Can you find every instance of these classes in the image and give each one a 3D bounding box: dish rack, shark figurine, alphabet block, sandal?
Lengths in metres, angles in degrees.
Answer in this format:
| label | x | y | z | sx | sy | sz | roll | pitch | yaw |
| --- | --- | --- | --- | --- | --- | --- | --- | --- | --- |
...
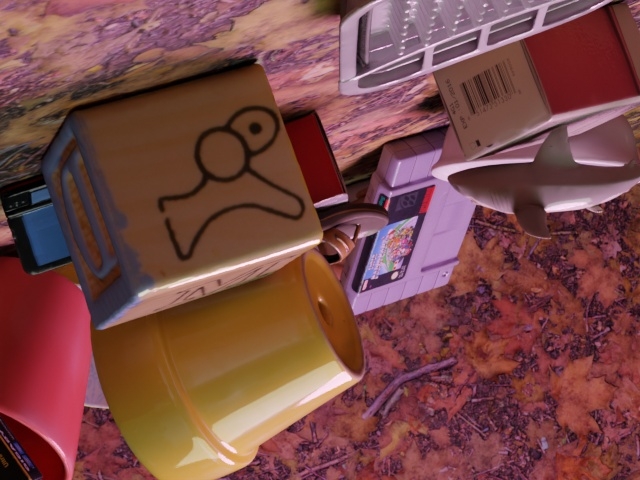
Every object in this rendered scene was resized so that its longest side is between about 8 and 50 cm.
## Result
| label | x | y | z | sx | sy | sz | roll | pitch | yaw |
| --- | --- | --- | --- | --- | --- | --- | --- | --- | --- |
| dish rack | 0.139 | -0.225 | 1.212 | 0.285 | 0.072 | 0.333 | -19 | 175 | -1 |
| shark figurine | 0.306 | -0.092 | 1.709 | 0.278 | 0.116 | 0.166 | -11 | -153 | -11 |
| alphabet block | -0.141 | -0.040 | 1.416 | 0.197 | 0.192 | 0.193 | -17 | 176 | -23 |
| sandal | 0.000 | 0.000 | 1.698 | 0.090 | 0.060 | 0.219 | -28 | 168 | 36 |

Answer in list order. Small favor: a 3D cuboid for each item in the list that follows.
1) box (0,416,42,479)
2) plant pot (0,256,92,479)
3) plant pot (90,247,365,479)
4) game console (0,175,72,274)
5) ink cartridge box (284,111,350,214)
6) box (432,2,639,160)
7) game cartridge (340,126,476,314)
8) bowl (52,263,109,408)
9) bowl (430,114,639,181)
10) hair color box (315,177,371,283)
| label | x | y | z | sx | sy | sz | roll | pitch | yaw |
| --- | --- | --- | --- | --- | --- | --- | --- | --- | --- |
| box | -0.519 | 0.226 | 1.672 | 0.257 | 0.322 | 0.079 | -36 | 176 | -4 |
| plant pot | -0.422 | 0.173 | 1.891 | 0.275 | 0.275 | 0.243 | -24 | -142 | 38 |
| plant pot | -0.091 | 0.120 | 1.608 | 0.239 | 0.254 | 0.254 | -24 | 174 | 15 |
| game console | -0.270 | -0.029 | 1.591 | 0.144 | 0.085 | 0.124 | -20 | 175 | -13 |
| ink cartridge box | -0.125 | -0.039 | 1.791 | 0.309 | 0.130 | 0.272 | -20 | 172 | -3 |
| box | 0.275 | -0.193 | 1.743 | 0.232 | 0.127 | 0.148 | -16 | 173 | -43 |
| game cartridge | 0.159 | -0.032 | 2.373 | 0.230 | 0.068 | 0.355 | -21 | 143 | -34 |
| bowl | -0.329 | 0.097 | 2.090 | 0.289 | 0.289 | 0.156 | -24 | -143 | 34 |
| bowl | 0.304 | -0.152 | 2.004 | 0.298 | 0.134 | 0.298 | 3 | 174 | 0 |
| hair color box | 0.024 | 0.012 | 2.566 | 0.374 | 0.185 | 0.113 | -19 | 174 | -20 |
